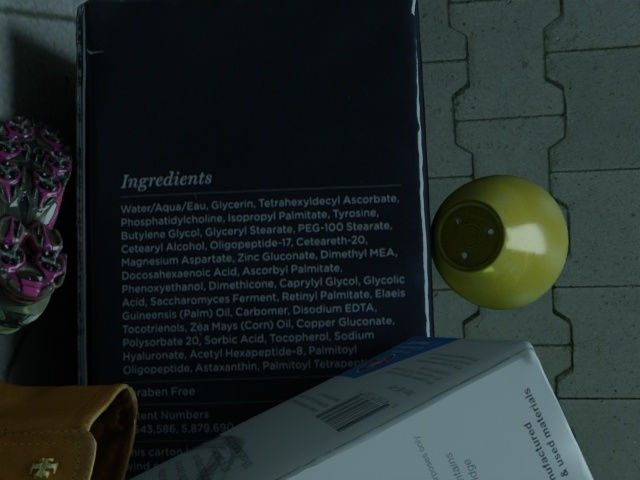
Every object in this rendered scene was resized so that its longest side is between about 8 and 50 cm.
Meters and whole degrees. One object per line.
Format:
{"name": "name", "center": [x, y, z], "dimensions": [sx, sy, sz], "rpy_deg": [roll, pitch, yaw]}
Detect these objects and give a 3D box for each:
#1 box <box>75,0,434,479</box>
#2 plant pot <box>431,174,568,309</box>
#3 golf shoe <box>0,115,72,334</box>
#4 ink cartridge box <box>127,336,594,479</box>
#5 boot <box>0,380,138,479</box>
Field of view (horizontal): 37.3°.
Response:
{"name": "box", "center": [-0.039, 0.052, 0.965], "dimensions": [0.480, 0.297, 0.472], "rpy_deg": [50, 36, -84]}
{"name": "plant pot", "center": [0.156, -0.002, 0.900], "dimensions": [0.095, 0.134, 0.134], "rpy_deg": [8, 79, -61]}
{"name": "golf shoe", "center": [-0.238, -0.016, 0.735], "dimensions": [0.086, 0.067, 0.186], "rpy_deg": [-48, -143, 39]}
{"name": "ink cartridge box", "center": [-0.017, 0.180, 0.576], "dimensions": [0.129, 0.307, 0.223], "rpy_deg": [65, -12, -1]}
{"name": "boot", "center": [-0.210, 0.154, 0.426], "dimensions": [0.295, 0.211, 0.104], "rpy_deg": [-72, 156, -59]}
